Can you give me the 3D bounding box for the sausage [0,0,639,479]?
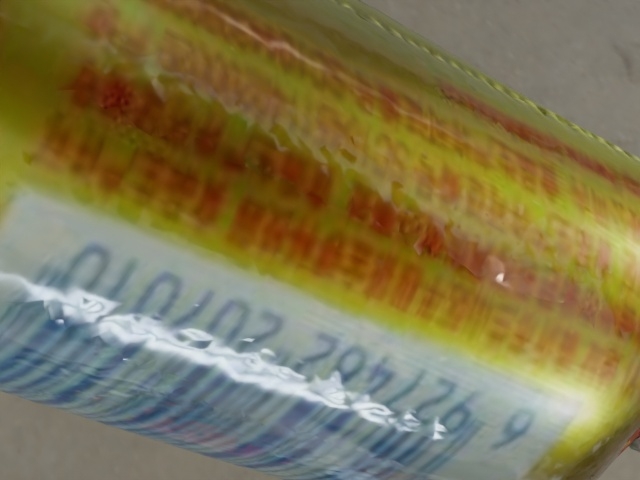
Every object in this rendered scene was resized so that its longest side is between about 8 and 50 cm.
[{"bbox_3d":[0.000,-0.002,0.446,0.317,0.117,0.125,23,82,-33],"label":"sausage"}]
